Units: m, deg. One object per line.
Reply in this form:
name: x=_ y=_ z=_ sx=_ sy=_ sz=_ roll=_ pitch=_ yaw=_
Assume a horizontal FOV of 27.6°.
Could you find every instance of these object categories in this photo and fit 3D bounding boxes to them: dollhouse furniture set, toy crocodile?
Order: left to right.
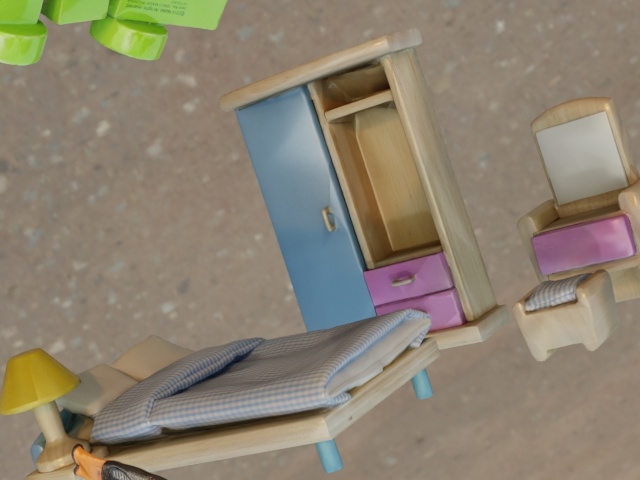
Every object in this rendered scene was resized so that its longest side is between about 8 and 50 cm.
toy crocodile: x=-0.197 y=-0.214 z=1.036 sx=0.340 sy=0.105 sz=0.115 roll=-10 pitch=129 yaw=-49
dollhouse furniture set: x=0.000 y=0.000 z=0.717 sx=0.286 sy=0.198 sz=0.303 roll=-16 pitch=-174 yaw=34

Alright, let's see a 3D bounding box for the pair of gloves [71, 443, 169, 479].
pair of gloves: x=-0.076 y=0.127 z=0.580 sx=0.010 sy=0.074 sz=0.083 roll=-51 pitch=153 yaw=-39
